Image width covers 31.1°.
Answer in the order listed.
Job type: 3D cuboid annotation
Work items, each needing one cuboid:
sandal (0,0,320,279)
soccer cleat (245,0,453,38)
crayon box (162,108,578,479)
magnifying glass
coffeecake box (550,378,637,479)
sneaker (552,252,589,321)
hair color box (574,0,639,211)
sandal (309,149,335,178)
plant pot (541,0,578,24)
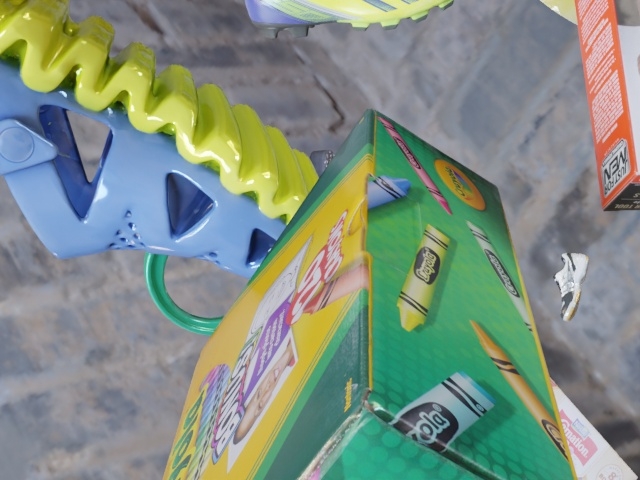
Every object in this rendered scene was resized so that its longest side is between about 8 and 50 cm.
[{"bbox_3d":[-0.123,-0.044,0.684,0.138,0.317,0.126,-56,-170,14],"label":"sandal"},{"bbox_3d":[0.041,-0.332,1.460,0.289,0.093,0.121,-5,115,12],"label":"soccer cleat"},{"bbox_3d":[0.006,0.070,0.460,0.165,0.081,0.278,-55,-169,21],"label":"crayon box"},{"bbox_3d":[-0.026,0.050,0.870,0.231,0.026,0.092,26,95,-18],"label":"magnifying glass"},{"bbox_3d":[0.129,0.197,0.888,0.185,0.068,0.142,-46,109,-8],"label":"coffeecake box"},{"bbox_3d":[0.289,0.054,1.346,0.032,0.037,0.083,64,41,-67],"label":"sneaker"},{"bbox_3d":[0.150,-0.085,0.486,0.072,0.141,0.043,-1,161,-8],"label":"hair color box"},{"bbox_3d":[0.000,0.000,1.633,0.054,0.255,0.097,-6,167,17],"label":"sandal"},{"bbox_3d":[0.371,-0.361,1.597,0.134,0.134,0.095,0,129,-48],"label":"plant pot"}]
